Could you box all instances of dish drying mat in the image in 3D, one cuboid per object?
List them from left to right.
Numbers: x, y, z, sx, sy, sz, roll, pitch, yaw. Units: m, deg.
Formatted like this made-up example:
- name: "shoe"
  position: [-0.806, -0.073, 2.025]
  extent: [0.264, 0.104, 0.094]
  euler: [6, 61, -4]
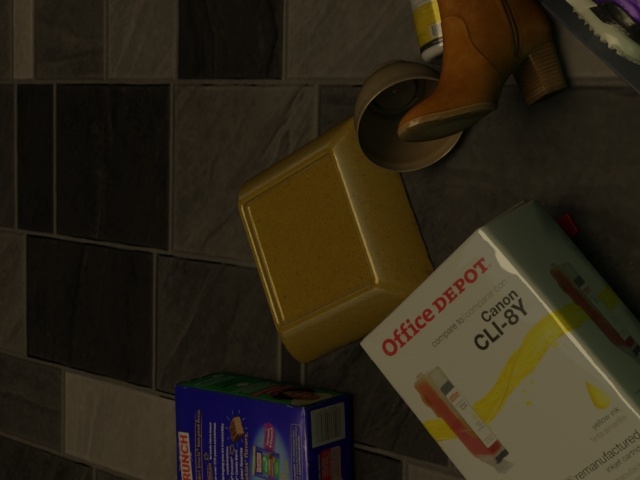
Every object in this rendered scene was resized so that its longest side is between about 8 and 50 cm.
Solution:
- name: "dish drying mat"
  position: [0.322, -0.004, 1.683]
  extent: [0.083, 0.008, 0.032]
  euler: [-40, 68, 36]

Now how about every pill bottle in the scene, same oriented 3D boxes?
- name: "pill bottle"
  position: [0.177, -0.351, 1.722]
  extent: [0.103, 0.103, 0.184]
  euler: [-16, 82, 42]

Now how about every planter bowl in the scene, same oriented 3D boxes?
- name: "planter bowl"
  position: [0.119, -0.197, 1.769]
  extent: [0.162, 0.162, 0.109]
  euler: [-58, 32, 29]

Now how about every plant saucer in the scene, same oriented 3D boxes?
- name: "plant saucer"
  position: [0.000, 0.000, 1.932]
  extent: [0.333, 0.081, 0.333]
  euler: [-29, 75, 40]

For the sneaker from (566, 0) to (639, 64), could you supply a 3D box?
- name: "sneaker"
  position: [0.346, -0.361, 1.497]
  extent: [0.293, 0.102, 0.146]
  euler: [51, 121, 23]

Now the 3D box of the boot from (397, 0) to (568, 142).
- name: "boot"
  position: [0.184, -0.260, 1.605]
  extent: [0.104, 0.295, 0.211]
  euler: [-34, 79, 59]

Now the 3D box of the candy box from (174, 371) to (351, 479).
- name: "candy box"
  position: [-0.099, 0.376, 2.026]
  extent: [0.317, 0.122, 0.268]
  euler: [3, 97, 41]

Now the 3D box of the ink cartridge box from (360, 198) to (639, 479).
- name: "ink cartridge box"
  position: [0.278, 0.185, 1.586]
  extent: [0.385, 0.160, 0.279]
  euler: [52, 127, 12]

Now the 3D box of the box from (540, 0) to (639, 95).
- name: "box"
  position: [0.414, -0.308, 1.538]
  extent: [0.233, 0.059, 0.183]
  euler: [52, 126, 27]
